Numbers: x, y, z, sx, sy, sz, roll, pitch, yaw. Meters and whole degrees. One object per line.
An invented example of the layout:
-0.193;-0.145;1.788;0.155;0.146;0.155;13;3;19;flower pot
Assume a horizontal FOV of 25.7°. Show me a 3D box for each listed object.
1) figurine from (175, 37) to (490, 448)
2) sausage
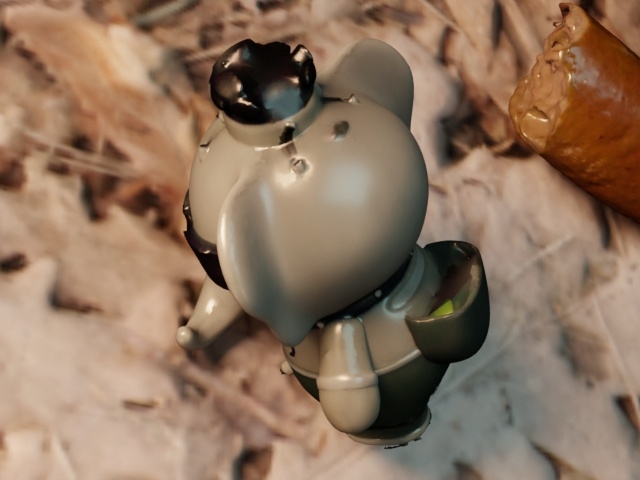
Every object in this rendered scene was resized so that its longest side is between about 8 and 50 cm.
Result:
0.000;0.000;0.580;0.147;0.126;0.192;-60;141;-42;figurine
0.228;-0.039;0.769;0.302;0.076;0.103;17;77;-28;sausage
